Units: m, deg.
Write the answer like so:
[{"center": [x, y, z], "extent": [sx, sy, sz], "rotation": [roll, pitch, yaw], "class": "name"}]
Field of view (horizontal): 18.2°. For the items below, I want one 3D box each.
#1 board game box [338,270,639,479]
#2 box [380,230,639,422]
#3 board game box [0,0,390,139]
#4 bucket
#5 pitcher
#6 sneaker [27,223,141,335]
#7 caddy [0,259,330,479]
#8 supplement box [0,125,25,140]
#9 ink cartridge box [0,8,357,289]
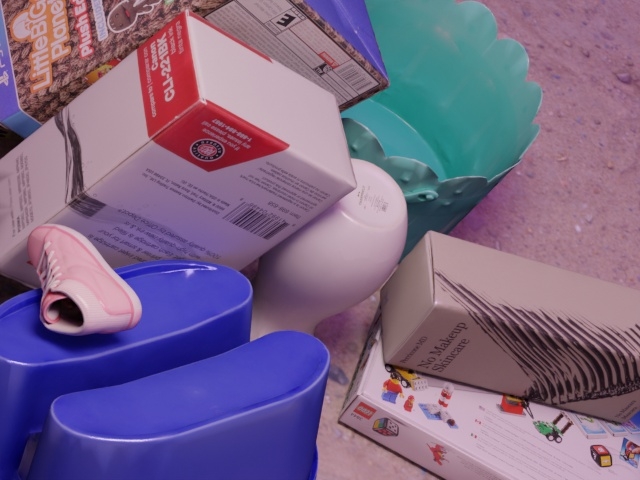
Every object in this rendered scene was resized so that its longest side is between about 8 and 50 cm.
[{"center": [0.181, 0.168, 1.968], "extent": [0.305, 0.053, 0.193], "rotation": [30, 44, -7], "class": "board game box"}, {"center": [0.202, 0.086, 1.932], "extent": [0.275, 0.113, 0.094], "rotation": [14, 49, -20], "class": "box"}, {"center": [-0.125, -0.179, 1.844], "extent": [0.232, 0.291, 0.141], "rotation": [38, 31, -52], "class": "board game box"}, {"center": [0.070, -0.123, 2.048], "extent": [0.281, 0.183, 0.281], "rotation": [17, 47, -19], "class": "bucket"}, {"center": [0.000, 0.000, 1.888], "extent": [0.125, 0.207, 0.177], "rotation": [23, 45, -14], "class": "pitcher"}, {"center": [-0.214, 0.033, 1.649], "extent": [0.070, 0.051, 0.134], "rotation": [-14, 44, -46], "class": "sneaker"}, {"center": [-0.152, 0.158, 1.694], "extent": [0.341, 0.179, 0.241], "rotation": [-14, 39, -38], "class": "caddy"}, {"center": [-0.305, -0.146, 1.927], "extent": [0.083, 0.056, 0.083], "rotation": [4, 53, -29], "class": "supplement box"}, {"center": [-0.137, -0.052, 1.769], "extent": [0.197, 0.273, 0.114], "rotation": [28, 38, -41], "class": "ink cartridge box"}]
